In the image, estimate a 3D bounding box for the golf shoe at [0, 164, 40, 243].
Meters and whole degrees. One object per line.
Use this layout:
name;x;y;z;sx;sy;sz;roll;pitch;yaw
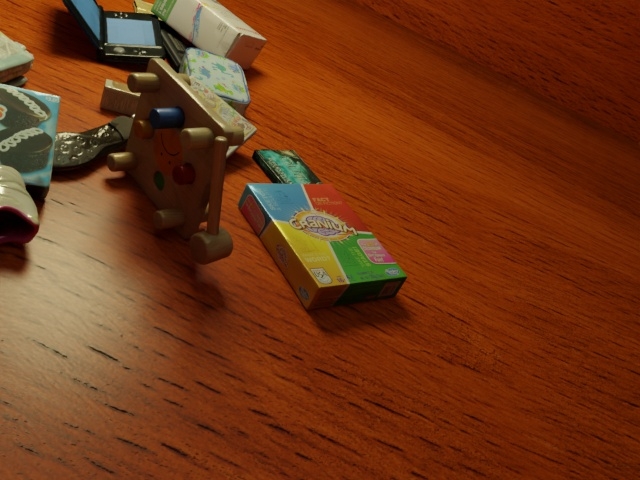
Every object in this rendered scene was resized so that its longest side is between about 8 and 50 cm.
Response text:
golf shoe;-0.567;-0.034;0.924;0.140;0.115;0.306;46;38;21

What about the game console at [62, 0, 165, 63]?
game console;-0.549;-0.614;1.664;0.250;0.173;0.293;-3;42;-18

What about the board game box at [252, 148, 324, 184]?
board game box;-0.070;-0.160;1.531;0.126;0.026;0.186;-7;47;-41

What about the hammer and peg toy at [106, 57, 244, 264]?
hammer and peg toy;-0.242;-0.143;1.163;0.127;0.266;0.361;-14;50;-46

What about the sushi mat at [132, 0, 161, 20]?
sushi mat;-0.438;-0.694;2.008;0.316;0.019;0.151;10;36;-27

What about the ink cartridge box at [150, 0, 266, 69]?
ink cartridge box;-0.327;-0.639;1.865;0.278;0.117;0.201;39;20;7

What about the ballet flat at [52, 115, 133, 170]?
ballet flat;-0.473;-0.191;1.266;0.084;0.058;0.250;52;40;-3

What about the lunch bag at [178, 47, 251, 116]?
lunch bag;-0.279;-0.405;1.647;0.176;0.090;0.219;9;42;-27

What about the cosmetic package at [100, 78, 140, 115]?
cosmetic package;-0.448;-0.327;1.458;0.115;0.060;0.041;13;35;-24

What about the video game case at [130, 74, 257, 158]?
video game case;-0.285;-0.265;1.439;0.206;0.026;0.227;40;47;-2

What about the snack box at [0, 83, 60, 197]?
snack box;-0.627;-0.192;1.068;0.322;0.060;0.187;8;67;-27

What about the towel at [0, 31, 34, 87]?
towel;-0.794;-0.393;1.224;0.320;0.090;0.374;38;28;-7

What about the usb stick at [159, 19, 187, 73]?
usb stick;-0.421;-0.556;1.808;0.077;0.045;0.278;5;39;-41

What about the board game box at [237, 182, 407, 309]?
board game box;0.000;0.000;1.326;0.242;0.064;0.316;-4;45;-40
